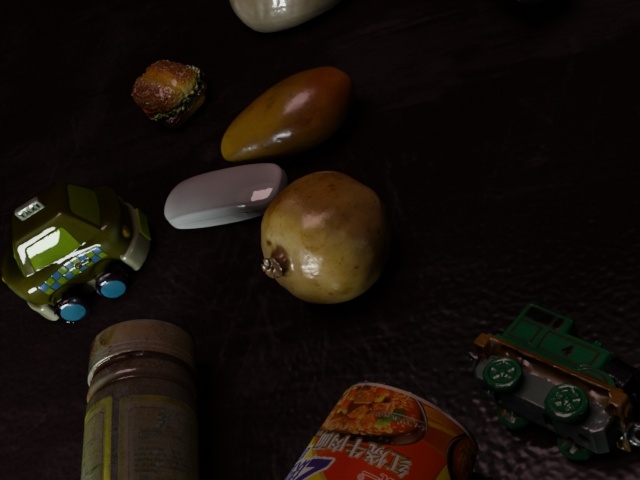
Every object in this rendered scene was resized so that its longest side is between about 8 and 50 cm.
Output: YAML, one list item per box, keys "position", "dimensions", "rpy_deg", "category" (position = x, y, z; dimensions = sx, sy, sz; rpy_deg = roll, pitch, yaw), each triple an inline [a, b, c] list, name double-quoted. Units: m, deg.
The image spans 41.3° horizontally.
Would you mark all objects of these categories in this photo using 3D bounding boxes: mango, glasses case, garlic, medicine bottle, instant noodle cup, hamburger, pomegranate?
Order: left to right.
- position: [-0.235, 0.275, 1.120]
  dimensions: [0.151, 0.151, 0.323]
  rpy_deg: [-24, 46, 16]
  category: "medicine bottle"
- position: [-0.300, -0.298, 1.664]
  dimensions: [0.137, 0.087, 0.166]
  rpy_deg: [-50, 45, -11]
  category: "hamburger"
- position: [-0.159, -0.073, 1.412]
  dimensions: [0.233, 0.059, 0.092]
  rpy_deg: [-10, 53, 27]
  category: "glasses case"
- position: [-0.057, -0.197, 1.405]
  dimensions: [0.253, 0.113, 0.138]
  rpy_deg: [-27, 45, 16]
  category: "mango"
- position: [-0.039, -0.514, 1.635]
  dimensions: [0.338, 0.151, 0.196]
  rpy_deg: [-5, 41, 29]
  category: "garlic"
- position: [0.000, 0.000, 1.166]
  dimensions: [0.196, 0.196, 0.196]
  rpy_deg: [-18, 48, 21]
  category: "pomegranate"
- position: [0.062, 0.265, 0.907]
  dimensions: [0.213, 0.213, 0.174]
  rpy_deg: [5, 51, 36]
  category: "instant noodle cup"

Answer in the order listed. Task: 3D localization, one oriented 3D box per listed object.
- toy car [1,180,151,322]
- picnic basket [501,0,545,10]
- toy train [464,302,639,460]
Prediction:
- position: [-0.437, -0.001, 1.439]
  dimensions: [0.247, 0.198, 0.204]
  rpy_deg: [-31, 45, 10]
  category: "toy car"
- position: [0.318, -0.435, 1.344]
  dimensions: [0.128, 0.138, 0.178]
  rpy_deg: [-25, 7, 5]
  category: "picnic basket"
- position: [0.264, 0.150, 0.935]
  dimensions: [0.227, 0.091, 0.136]
  rpy_deg: [19, 58, 42]
  category: "toy train"
